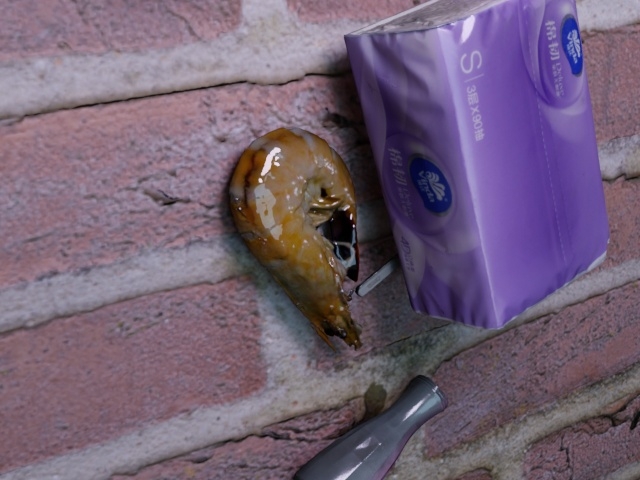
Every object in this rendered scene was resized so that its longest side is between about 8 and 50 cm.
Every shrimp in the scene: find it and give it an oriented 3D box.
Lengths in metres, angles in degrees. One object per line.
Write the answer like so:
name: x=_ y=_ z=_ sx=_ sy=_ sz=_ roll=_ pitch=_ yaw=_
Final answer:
shrimp: x=0.000 y=0.000 z=0.894 sx=0.152 sy=0.063 sz=0.287 roll=-47 pitch=125 yaw=-25

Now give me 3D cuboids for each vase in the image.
vase: x=0.071 y=0.260 z=1.017 sx=0.214 sy=0.086 sz=0.086 roll=-39 pitch=123 yaw=-21

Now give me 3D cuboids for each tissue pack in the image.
tissue pack: x=0.189 y=-0.098 z=0.879 sx=0.242 sy=0.160 sz=0.339 roll=-31 pitch=115 yaw=-31

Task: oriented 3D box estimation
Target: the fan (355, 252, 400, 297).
fan: x=0.159 y=-0.053 z=0.973 sx=0.294 sy=0.012 sz=0.224 roll=-4 pitch=102 yaw=-40
